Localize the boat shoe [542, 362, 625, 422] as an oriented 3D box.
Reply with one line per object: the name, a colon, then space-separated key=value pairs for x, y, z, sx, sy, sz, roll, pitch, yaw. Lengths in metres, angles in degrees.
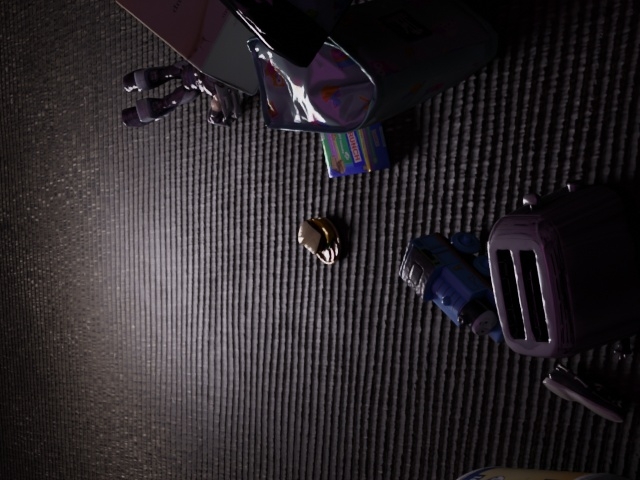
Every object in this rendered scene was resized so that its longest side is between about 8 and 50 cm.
boat shoe: x=0.336 y=0.190 z=1.721 sx=0.125 sy=0.038 sz=0.046 roll=24 pitch=166 yaw=50

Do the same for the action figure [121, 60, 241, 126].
action figure: x=-0.216 y=-0.271 z=2.290 sx=0.285 sy=0.099 sz=0.185 roll=-10 pitch=88 yaw=42

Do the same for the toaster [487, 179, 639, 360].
toaster: x=0.291 y=0.048 z=1.628 sx=0.129 sy=0.146 sz=0.227 roll=4 pitch=107 yaw=56

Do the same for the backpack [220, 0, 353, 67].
backpack: x=-0.008 y=-0.426 z=1.608 sx=0.273 sy=0.355 sz=0.290 roll=45 pitch=-176 yaw=-35

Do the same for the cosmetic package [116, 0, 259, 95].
cosmetic package: x=-0.176 y=-0.363 z=2.102 sx=0.309 sy=0.113 sz=0.160 roll=41 pitch=105 yaw=48

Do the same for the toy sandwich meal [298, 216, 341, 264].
toy sandwich meal: x=0.000 y=0.000 z=2.143 sx=0.085 sy=0.029 sz=0.086 roll=28 pitch=126 yaw=48

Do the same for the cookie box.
cookie box: x=0.048 y=-0.142 z=2.002 sx=0.107 sy=0.040 sz=0.092 roll=-6 pitch=98 yaw=56

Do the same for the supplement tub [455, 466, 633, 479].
supplement tub: x=0.298 y=0.399 z=1.693 sx=0.316 sy=0.228 sz=0.228 roll=-11 pitch=94 yaw=57

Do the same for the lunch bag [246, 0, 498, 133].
lunch bag: x=0.070 y=-0.231 z=1.765 sx=0.262 sy=0.223 sz=0.160 roll=6 pitch=114 yaw=53

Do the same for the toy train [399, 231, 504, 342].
toy train: x=0.192 y=0.061 z=1.818 sx=0.184 sy=0.105 sz=0.080 roll=47 pitch=139 yaw=35
